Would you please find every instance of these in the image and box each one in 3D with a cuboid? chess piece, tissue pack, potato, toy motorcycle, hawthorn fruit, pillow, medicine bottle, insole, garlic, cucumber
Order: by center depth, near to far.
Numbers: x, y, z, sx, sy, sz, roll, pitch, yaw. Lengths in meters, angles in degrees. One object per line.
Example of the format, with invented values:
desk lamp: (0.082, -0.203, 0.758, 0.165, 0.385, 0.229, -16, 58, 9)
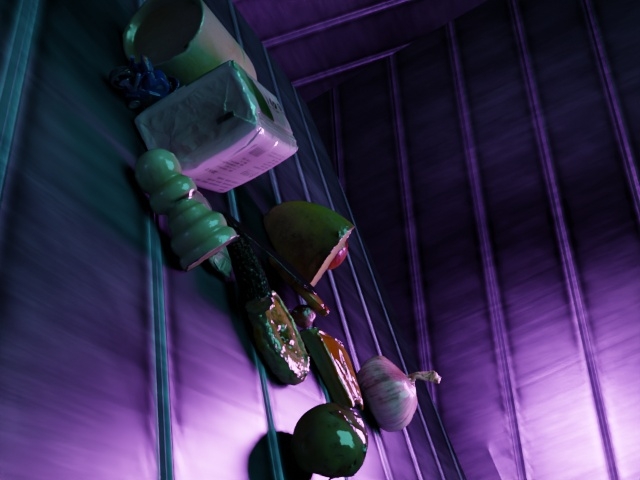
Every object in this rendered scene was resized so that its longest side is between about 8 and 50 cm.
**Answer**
chess piece: (-0.284, -0.071, 1.474, 0.243, 0.133, 0.133, 56, 11, 0)
potato: (0.022, 0.430, 1.584, 0.165, 0.165, 0.262, 64, 4, 8)
toy motorcycle: (-0.383, -0.346, 1.657, 0.076, 0.114, 0.205, 67, 11, 20)
pillow: (-0.254, -0.023, 1.671, 0.233, 0.038, 0.130, 68, 9, 22)
cucumber: (-0.177, 0.053, 1.713, 0.072, 0.072, 0.300, 52, 8, -44)
tissue pack: (-0.231, -0.254, 1.744, 0.194, 0.266, 0.356, 64, 10, 7)
medicine bottle: (-0.302, -0.436, 1.936, 0.406, 0.235, 0.236, 45, 20, -57)
insole: (-0.130, 0.038, 1.974, 0.348, 0.009, 0.119, 42, 6, -28)
hawthorn fruit: (-0.055, 0.198, 2.011, 0.103, 0.066, 0.067, 46, 19, -53)
potato: (-0.078, -0.007, 2.221, 0.255, 0.269, 0.112, 36, 7, 11)
garlic: (0.258, 0.466, 2.351, 0.245, 0.253, 0.245, -21, 90, -86)

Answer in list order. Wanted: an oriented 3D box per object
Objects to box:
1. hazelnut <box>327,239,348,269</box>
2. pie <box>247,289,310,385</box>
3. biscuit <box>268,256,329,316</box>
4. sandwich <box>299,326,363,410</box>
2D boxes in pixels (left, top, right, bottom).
hazelnut: (-0.003, 0.001, 2.518, 0.181, 0.181, 0.212, -10, 69, -49)
pie: (-0.102, 0.218, 1.759, 0.274, 0.055, 0.274, 59, 11, -19)
biscuit: (-0.056, 0.125, 2.076, 0.225, 0.036, 0.166, 46, 1, 29)
sandwich: (0.042, 0.368, 2.053, 0.245, 0.063, 0.212, 45, 22, -55)
